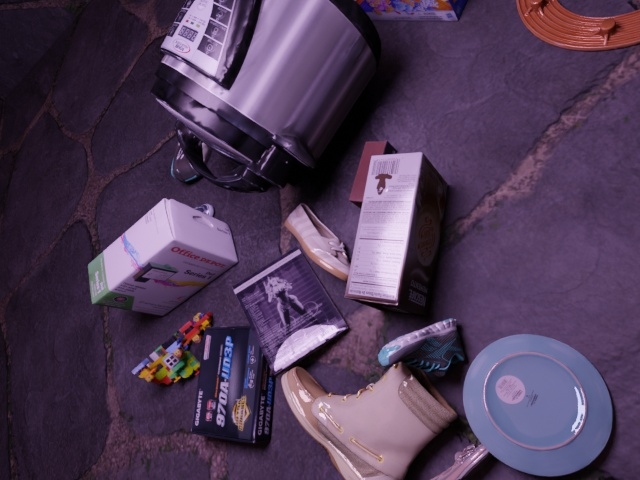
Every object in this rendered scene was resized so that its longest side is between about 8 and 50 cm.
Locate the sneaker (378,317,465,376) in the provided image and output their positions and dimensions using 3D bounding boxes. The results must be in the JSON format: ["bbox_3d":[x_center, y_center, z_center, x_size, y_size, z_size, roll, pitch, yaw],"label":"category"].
[{"bbox_3d":[0.161,0.170,0.659,0.065,0.167,0.076,-43,63,51],"label":"sneaker"}]

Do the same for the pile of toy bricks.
[{"bbox_3d":[-0.316,0.267,0.996,0.212,0.118,0.105,-41,93,3],"label":"pile of toy bricks"}]

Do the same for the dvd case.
[{"bbox_3d":[-0.067,0.133,0.877,0.165,0.018,0.221,-32,56,-3],"label":"dvd case"}]

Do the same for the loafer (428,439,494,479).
[{"bbox_3d":[0.202,0.330,0.639,0.125,0.045,0.039,-54,46,10],"label":"loafer"}]

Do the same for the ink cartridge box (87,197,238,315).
[{"bbox_3d":[-0.365,0.051,1.029,0.278,0.201,0.117,-35,58,19],"label":"ink cartridge box"}]

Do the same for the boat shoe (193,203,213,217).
[{"bbox_3d":[-0.366,-0.045,1.138,0.183,0.083,0.065,-31,58,22],"label":"boat shoe"}]

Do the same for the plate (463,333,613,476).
[{"bbox_3d":[0.293,0.219,0.604,0.188,0.024,0.188,-12,60,21],"label":"plate"}]

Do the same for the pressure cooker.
[{"bbox_3d":[-0.122,-0.303,0.890,0.420,0.376,0.370,-56,9,6],"label":"pressure cooker"}]

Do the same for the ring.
[{"bbox_3d":[0.503,-0.470,0.724,0.337,0.032,0.336,-12,66,30],"label":"ring"}]

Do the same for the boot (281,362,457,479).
[{"bbox_3d":[0.069,0.257,0.722,0.262,0.095,0.203,42,100,35],"label":"boot"}]

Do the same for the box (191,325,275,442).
[{"bbox_3d":[-0.176,0.290,0.907,0.175,0.051,0.220,-8,69,32],"label":"box"}]

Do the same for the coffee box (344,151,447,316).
[{"bbox_3d":[0.135,-0.006,0.744,0.098,0.141,0.246,3,77,35],"label":"coffee box"}]

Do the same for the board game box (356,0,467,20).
[{"bbox_3d":[0.106,-0.564,0.904,0.347,0.233,0.078,23,87,38],"label":"board game box"}]

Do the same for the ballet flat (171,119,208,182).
[{"bbox_3d":[-0.347,-0.297,1.219,0.096,0.095,0.280,-1,83,24],"label":"ballet flat"}]

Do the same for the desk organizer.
[{"bbox_3d":[0.104,-0.129,0.868,0.050,0.047,0.130,10,79,39],"label":"desk organizer"}]

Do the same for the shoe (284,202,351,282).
[{"bbox_3d":[0.000,0.000,0.874,0.058,0.077,0.219,-54,50,13],"label":"shoe"}]
